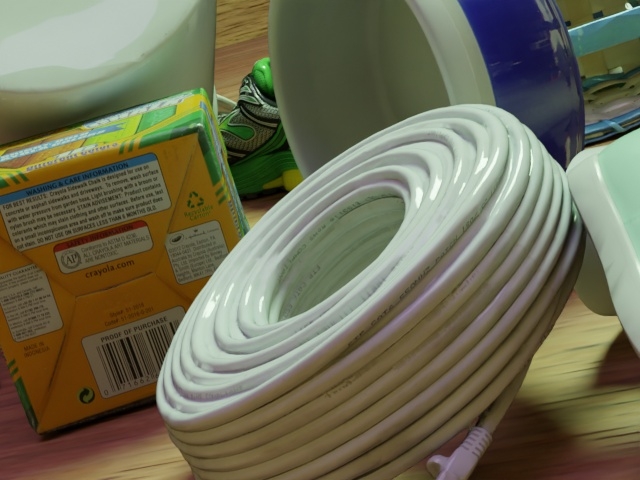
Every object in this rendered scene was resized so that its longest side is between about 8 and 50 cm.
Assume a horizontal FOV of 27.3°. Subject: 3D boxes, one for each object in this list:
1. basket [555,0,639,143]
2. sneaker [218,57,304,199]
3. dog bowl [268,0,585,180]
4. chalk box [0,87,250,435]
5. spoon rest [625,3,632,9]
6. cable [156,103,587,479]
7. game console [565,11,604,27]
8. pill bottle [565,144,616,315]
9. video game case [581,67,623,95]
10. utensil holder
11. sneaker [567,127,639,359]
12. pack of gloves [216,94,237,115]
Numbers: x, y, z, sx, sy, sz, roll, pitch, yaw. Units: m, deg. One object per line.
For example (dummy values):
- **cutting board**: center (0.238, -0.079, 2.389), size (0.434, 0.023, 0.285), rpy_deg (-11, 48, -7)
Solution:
- **basket**: center (0.227, -0.187, 1.200), size (0.254, 0.201, 0.289), rpy_deg (-16, 5, 10)
- **sneaker**: center (-0.044, -0.131, 1.433), size (0.134, 0.146, 0.343), rpy_deg (-27, 16, -33)
- **dog bowl**: center (0.070, -0.107, 0.964), size (0.104, 0.265, 0.265), rpy_deg (-20, 14, -24)
- **chalk box**: center (-0.147, -0.004, 1.001), size (0.180, 0.179, 0.289), rpy_deg (-17, 14, -2)
- **spoon rest**: center (0.488, -0.328, 1.688), size (0.276, 0.084, 0.137), rpy_deg (-23, 15, -24)
- **cable**: center (0.020, 0.033, 0.707), size (0.257, 0.089, 0.257), rpy_deg (-10, 36, 55)
- **game console**: center (0.164, -0.244, 1.454), size (0.293, 0.173, 0.250), rpy_deg (-18, 16, -3)
- **pill bottle**: center (0.243, -0.013, 0.704), size (0.208, 0.119, 0.119), rpy_deg (-7, 17, 37)
- **video game case**: center (0.271, -0.183, 1.507), size (0.206, 0.026, 0.227), rpy_deg (-21, 15, -16)
- **utensil holder**: center (-0.250, -0.190, 1.232), size (0.327, 0.328, 0.385), rpy_deg (-21, -15, -14)
- **sneaker**: center (0.203, 0.001, 0.553), size (0.151, 0.094, 0.256), rpy_deg (-38, 32, 18)
- **pack of gloves**: center (-0.051, -0.146, 1.623), size (0.195, 0.046, 0.232), rpy_deg (0, -2, 29)
